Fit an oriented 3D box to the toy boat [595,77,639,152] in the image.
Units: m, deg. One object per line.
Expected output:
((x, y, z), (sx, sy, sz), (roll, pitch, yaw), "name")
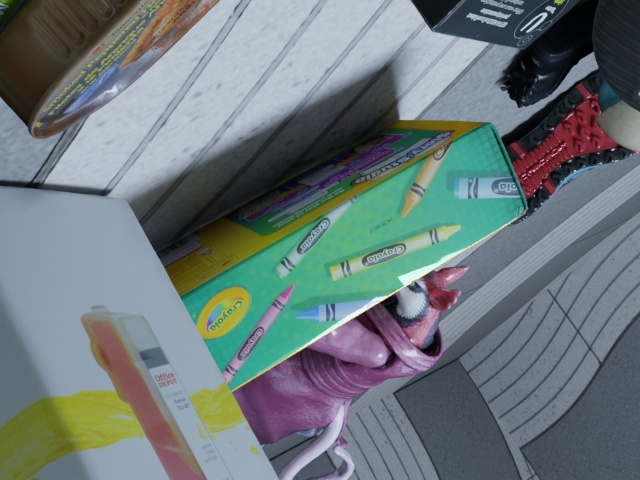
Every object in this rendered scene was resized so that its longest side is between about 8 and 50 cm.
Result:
((0.380, -0.193, 0.831), (0.267, 0.148, 0.318), (-29, 177, 32), "toy boat")

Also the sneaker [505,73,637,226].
((0.291, -0.119, 1.098), (0.261, 0.104, 0.125), (-32, -177, 9), "sneaker")

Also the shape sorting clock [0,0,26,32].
((-0.155, -0.100, 0.301), (0.206, 0.040, 0.206), (-33, 168, -8), "shape sorting clock")

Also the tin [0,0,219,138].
((-0.063, -0.117, 0.379), (0.189, 0.040, 0.106), (-40, -171, 13), "tin")

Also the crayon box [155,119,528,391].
((0.000, 0.000, 0.714), (0.278, 0.081, 0.165), (-30, -164, -13), "crayon box")

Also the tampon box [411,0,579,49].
((0.110, -0.189, 0.449), (0.161, 0.101, 0.120), (-41, 162, 30), "tampon box")

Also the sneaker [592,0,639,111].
((0.315, -0.297, 0.515), (0.257, 0.169, 0.448), (-49, 166, -40), "sneaker")

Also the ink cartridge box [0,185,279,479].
((-0.172, 0.198, 0.540), (0.279, 0.385, 0.160), (-39, 161, 21), "ink cartridge box")

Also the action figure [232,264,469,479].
((0.016, 0.130, 0.969), (0.248, 0.276, 0.370), (-8, 165, -46), "action figure")

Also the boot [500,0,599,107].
((0.234, -0.176, 0.854), (0.121, 0.045, 0.099), (-26, 164, -14), "boot")
